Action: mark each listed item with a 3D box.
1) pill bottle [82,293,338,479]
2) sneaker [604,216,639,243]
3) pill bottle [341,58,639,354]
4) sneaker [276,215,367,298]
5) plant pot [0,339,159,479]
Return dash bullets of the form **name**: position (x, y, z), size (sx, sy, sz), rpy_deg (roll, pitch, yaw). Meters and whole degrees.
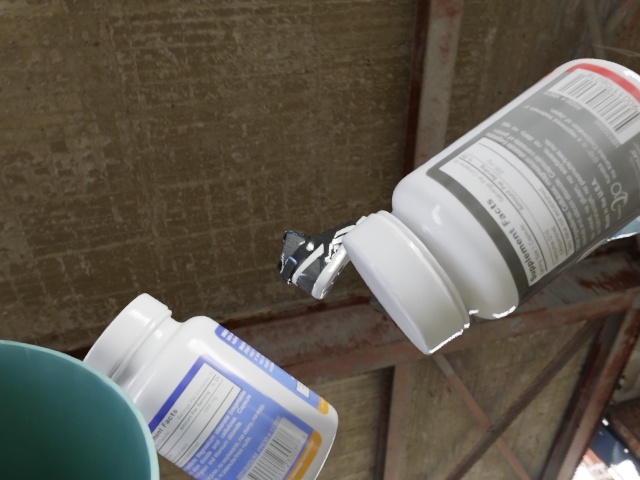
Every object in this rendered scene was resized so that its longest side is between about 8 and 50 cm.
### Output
- **pill bottle**: position (-0.128, 0.185, 0.590), size (0.272, 0.152, 0.152), rpy_deg (36, -73, -3)
- **sneaker**: position (0.379, -0.074, 0.805), size (0.319, 0.127, 0.208), rpy_deg (31, -43, -21)
- **pill bottle**: position (0.173, -0.028, 0.487), size (0.283, 0.161, 0.161), rpy_deg (-36, -54, -4)
- **sneaker**: position (0.000, 0.000, 0.912), size (0.121, 0.217, 0.079), rpy_deg (27, -47, 12)
- **plant pot**: position (-0.245, 0.234, 0.279), size (0.293, 0.293, 0.235), rpy_deg (1, -66, -20)
